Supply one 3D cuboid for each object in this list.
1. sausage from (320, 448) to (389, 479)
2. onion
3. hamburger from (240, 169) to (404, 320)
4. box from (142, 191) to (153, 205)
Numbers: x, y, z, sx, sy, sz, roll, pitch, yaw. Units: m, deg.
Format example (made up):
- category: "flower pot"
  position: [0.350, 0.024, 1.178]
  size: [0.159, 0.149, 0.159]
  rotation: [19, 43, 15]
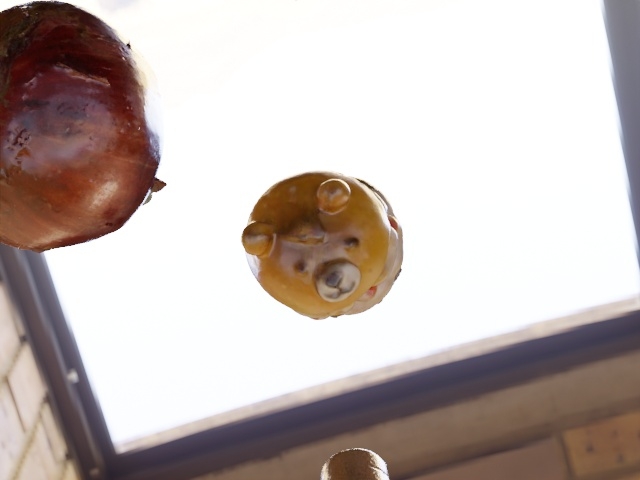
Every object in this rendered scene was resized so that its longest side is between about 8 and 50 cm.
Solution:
- category: "sausage"
  position: [0.071, 0.477, 2.155]
  size: [0.123, 0.123, 0.253]
  rotation: [-14, -147, 3]
- category: "onion"
  position: [-0.301, -0.125, 1.402]
  size: [0.276, 0.276, 0.276]
  rotation: [-14, -168, 3]
- category: "hamburger"
  position: [0.000, 0.000, 2.160]
  size: [0.277, 0.276, 0.237]
  rotation: [-13, 168, 10]
- category: "box"
  position: [-0.329, -0.163, 1.950]
  size: [0.130, 0.162, 0.226]
  rotation: [-18, -127, 24]
